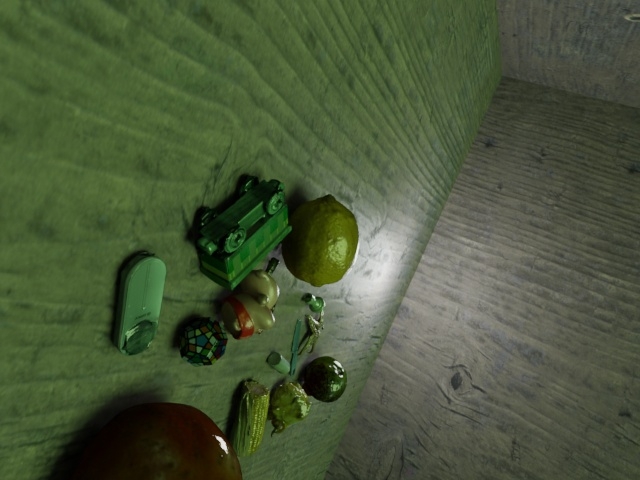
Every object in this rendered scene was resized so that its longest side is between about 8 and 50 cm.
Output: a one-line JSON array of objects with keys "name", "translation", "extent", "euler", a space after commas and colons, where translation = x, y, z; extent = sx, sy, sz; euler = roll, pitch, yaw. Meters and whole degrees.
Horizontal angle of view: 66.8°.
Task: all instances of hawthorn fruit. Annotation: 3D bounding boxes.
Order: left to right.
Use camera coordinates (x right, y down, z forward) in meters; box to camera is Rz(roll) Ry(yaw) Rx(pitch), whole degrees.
[{"name": "hawthorn fruit", "translation": [-0.373, 0.605, 1.138], "extent": [0.403, 0.402, 0.403], "euler": [-46, 149, -38]}]

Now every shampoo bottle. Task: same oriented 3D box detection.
[{"name": "shampoo bottle", "translation": [-0.150, 0.487, 1.888], "extent": [0.056, 0.056, 0.195], "euler": [-57, 154, -19]}]

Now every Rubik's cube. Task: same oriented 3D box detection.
[{"name": "Rubik's cube", "translation": [-0.312, 0.267, 1.286], "extent": [0.133, 0.133, 0.112], "euler": [-59, 180, -16]}]

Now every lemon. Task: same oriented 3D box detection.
[{"name": "lemon", "translation": [0.000, 0.000, 1.523], "extent": [0.253, 0.253, 0.311], "euler": [-27, 129, -54]}]

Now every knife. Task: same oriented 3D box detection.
[{"name": "knife", "translation": [-0.105, 0.446, 1.998], "extent": [0.044, 0.019, 0.313], "euler": [-29, 135, -50]}]

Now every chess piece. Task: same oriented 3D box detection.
[{"name": "chess piece", "translation": [-0.030, 0.241, 1.909], "extent": [0.067, 0.067, 0.103], "euler": [-61, 146, -11]}]

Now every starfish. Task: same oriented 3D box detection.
[{"name": "starfish", "translation": [-0.036, 0.402, 2.056], "extent": [0.138, 0.050, 0.248], "euler": [-23, 129, -54]}]

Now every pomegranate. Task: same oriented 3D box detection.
[{"name": "pomegranate", "translation": [-0.004, 0.646, 2.213], "extent": [0.247, 0.214, 0.214], "euler": [-33, 165, 21]}]

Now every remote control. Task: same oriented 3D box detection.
[{"name": "remote control", "translation": [-0.399, 0.143, 1.067], "extent": [0.104, 0.052, 0.247], "euler": [-18, 128, -57]}]

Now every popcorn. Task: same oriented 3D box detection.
[{"name": "popcorn", "translation": [-0.142, 0.683, 1.985], "extent": [0.195, 0.173, 0.168], "euler": [-39, 115, 1]}]

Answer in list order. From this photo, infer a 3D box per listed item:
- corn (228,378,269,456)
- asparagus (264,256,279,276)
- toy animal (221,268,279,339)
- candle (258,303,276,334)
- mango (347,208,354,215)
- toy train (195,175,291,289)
[{"name": "corn", "translation": [-0.260, 0.642, 1.751], "extent": [0.123, 0.122, 0.305], "euler": [0, 113, -34]}, {"name": "asparagus", "translation": [-0.178, 0.130, 1.536], "extent": [0.165, 0.030, 0.036], "euler": [-64, 166, -5]}, {"name": "toy animal", "translation": [-0.201, 0.190, 1.394], "extent": [0.198, 0.171, 0.171], "euler": [-63, 157, -22]}, {"name": "candle", "translation": [-0.186, 0.240, 1.617], "extent": [0.053, 0.048, 0.162], "euler": [11, 105, -30]}, {"name": "mango", "translation": [0.028, -0.025, 1.721], "extent": [0.253, 0.113, 0.138], "euler": [-46, 154, -23]}, {"name": "toy train", "translation": [-0.195, -0.032, 1.249], "extent": [0.301, 0.120, 0.202], "euler": [-48, 154, -35]}]
